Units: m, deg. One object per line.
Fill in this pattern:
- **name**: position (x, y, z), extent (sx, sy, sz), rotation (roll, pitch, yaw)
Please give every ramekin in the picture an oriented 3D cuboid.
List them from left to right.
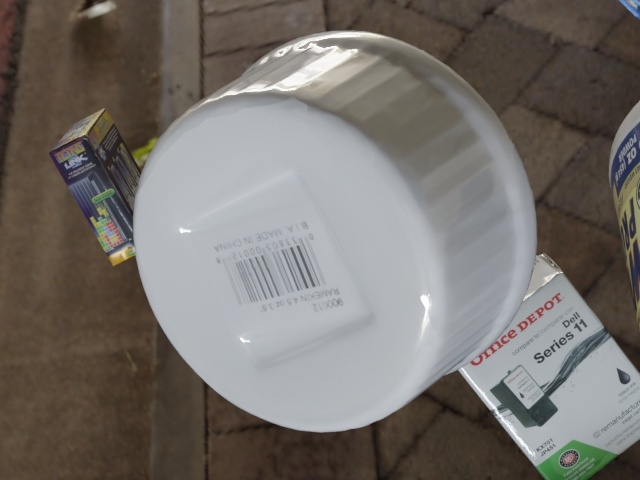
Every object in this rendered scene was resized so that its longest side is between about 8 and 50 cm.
- **ramekin**: position (0.000, 0.000, 0.870), extent (0.277, 0.277, 0.135), rotation (16, 27, 25)

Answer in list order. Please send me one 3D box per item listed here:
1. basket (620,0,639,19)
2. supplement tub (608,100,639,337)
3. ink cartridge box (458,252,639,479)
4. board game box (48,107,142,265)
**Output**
- **basket**: position (0.257, -0.157, 0.597), extent (0.255, 0.201, 0.289), rotation (17, 49, -22)
- **supplement tub**: position (0.346, 0.039, 0.902), extent (0.228, 0.228, 0.316), rotation (-7, 56, 8)
- **ink cartridge box**: position (0.245, 0.142, 1.306), extent (0.153, 0.208, 0.087), rotation (-39, 13, 3)
- **board game box**: position (-0.236, -0.063, 1.364), extent (0.048, 0.141, 0.170), rotation (-27, 14, 5)
